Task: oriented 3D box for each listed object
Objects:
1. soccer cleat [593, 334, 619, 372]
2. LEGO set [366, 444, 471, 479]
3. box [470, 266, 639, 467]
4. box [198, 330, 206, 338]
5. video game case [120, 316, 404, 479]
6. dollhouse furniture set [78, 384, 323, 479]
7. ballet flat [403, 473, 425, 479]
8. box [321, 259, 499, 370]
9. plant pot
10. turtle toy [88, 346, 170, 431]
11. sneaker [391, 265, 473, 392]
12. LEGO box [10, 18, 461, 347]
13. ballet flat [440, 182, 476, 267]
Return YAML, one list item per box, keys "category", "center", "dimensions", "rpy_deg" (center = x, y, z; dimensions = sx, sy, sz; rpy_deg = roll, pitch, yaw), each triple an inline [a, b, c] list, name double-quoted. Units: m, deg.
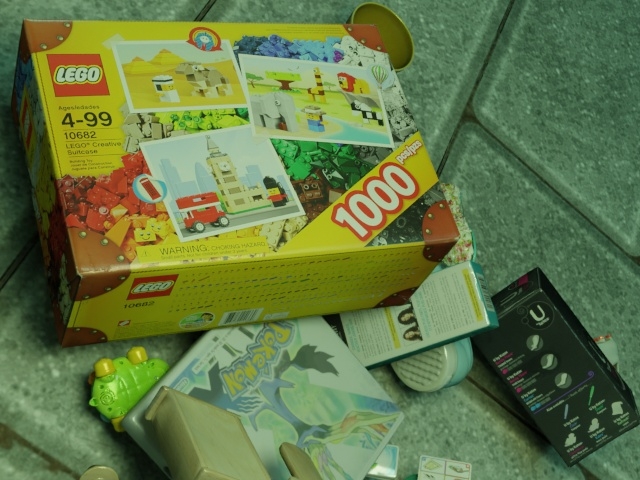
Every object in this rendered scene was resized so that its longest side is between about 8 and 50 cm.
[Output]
- category: "soccer cleat"
  center: [0.473, 0.217, 1.791]
  dimensions: [0.196, 0.068, 0.076]
  rpy_deg: [-5, 75, -40]
- category: "LEGO set"
  center: [0.145, 0.371, 1.382]
  dimensions: [0.244, 0.060, 0.182]
  rpy_deg: [10, 55, 2]
- category: "box"
  center: [0.381, 0.202, 1.639]
  dimensions: [0.270, 0.143, 0.165]
  rpy_deg: [52, 15, -3]
- category: "box"
  center: [-0.112, 0.182, 1.390]
  dimensions: [0.136, 0.036, 0.225]
  rpy_deg: [32, 47, -20]
- category: "video game case"
  center: [-0.060, 0.238, 1.334]
  dimensions: [0.300, 0.036, 0.329]
  rpy_deg: [50, 48, -9]
- category: "dollhouse furniture set"
  center: [-0.194, 0.375, 1.164]
  dimensions: [0.303, 0.356, 0.174]
  rpy_deg: [28, 11, -30]
- category: "ballet flat"
  center: [0.113, 0.443, 1.423]
  dimensions: [0.079, 0.077, 0.221]
  rpy_deg: [50, 52, -30]
- category: "box"
  center: [0.129, 0.117, 1.473]
  dimensions: [0.060, 0.244, 0.101]
  rpy_deg: [19, 54, -64]
- category: "plant pot"
  center: [0.082, -0.333, 1.750]
  dimensions: [0.134, 0.095, 0.134]
  rpy_deg: [16, 59, -30]
- category: "turtle toy"
  center: [-0.242, 0.186, 1.283]
  dimensions: [0.130, 0.066, 0.095]
  rpy_deg: [-19, 91, -42]
- category: "sneaker"
  center: [0.142, 0.066, 1.601]
  dimensions: [0.150, 0.135, 0.366]
  rpy_deg: [9, 62, -57]
- category: "LEGO box"
  center: [-0.121, -0.091, 1.329]
  dimensions: [0.500, 0.193, 0.373]
  rpy_deg: [-6, 62, -26]
- category: "ballet flat"
  center: [0.201, -0.023, 1.666]
  dimensions: [0.077, 0.091, 0.241]
  rpy_deg: [17, 27, -10]
